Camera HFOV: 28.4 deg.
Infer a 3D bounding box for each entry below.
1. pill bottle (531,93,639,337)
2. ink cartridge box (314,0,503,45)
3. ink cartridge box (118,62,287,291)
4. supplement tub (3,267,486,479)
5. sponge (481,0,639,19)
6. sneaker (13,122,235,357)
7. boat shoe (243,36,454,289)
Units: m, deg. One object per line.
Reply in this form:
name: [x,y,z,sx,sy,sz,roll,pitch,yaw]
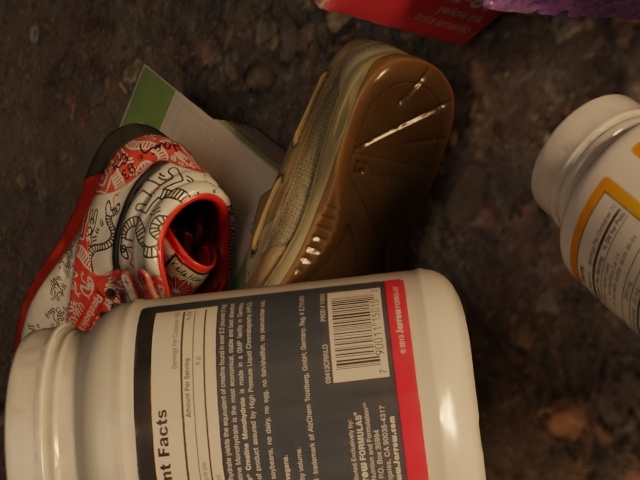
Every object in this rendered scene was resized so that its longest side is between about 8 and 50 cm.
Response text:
pill bottle: [0.211,0.010,0.677,0.215,0.117,0.117,48,119,40]
ink cartridge box: [0.128,-0.352,0.789,0.385,0.160,0.279,-39,58,37]
ink cartridge box: [-0.104,-0.025,1.070,0.235,0.056,0.171,42,114,44]
supplement tub: [-0.040,0.124,0.794,0.272,0.191,0.191,-7,76,3]
sponge: [0.166,-0.212,0.696,0.210,0.117,0.031,102,166,-50]
sneaker: [-0.158,0.051,1.011,0.145,0.090,0.270,37,108,47]
boat shoe: [0.000,0.000,0.924,0.098,0.109,0.302,41,115,56]
